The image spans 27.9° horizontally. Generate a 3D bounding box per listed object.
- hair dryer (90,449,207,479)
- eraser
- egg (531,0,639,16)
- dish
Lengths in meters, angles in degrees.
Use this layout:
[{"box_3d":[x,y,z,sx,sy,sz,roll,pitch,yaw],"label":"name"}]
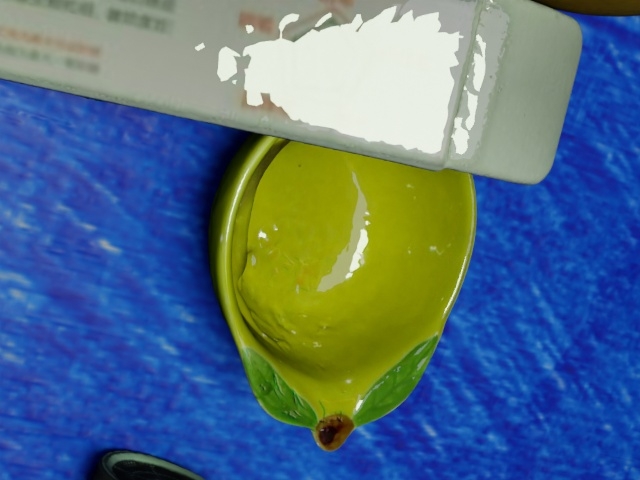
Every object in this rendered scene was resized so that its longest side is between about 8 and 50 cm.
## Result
[{"box_3d":[-0.159,0.204,0.606,0.248,0.078,0.196,15,98,-57],"label":"hair dryer"},{"box_3d":[-0.052,-0.096,0.570,0.352,0.061,0.089,12,96,-6],"label":"eraser"},{"box_3d":[0.120,-0.243,0.563,0.250,0.250,0.322,-54,136,-5],"label":"egg"},{"box_3d":[0.000,0.000,0.676,0.148,0.080,0.208,3,102,-30],"label":"dish"}]
